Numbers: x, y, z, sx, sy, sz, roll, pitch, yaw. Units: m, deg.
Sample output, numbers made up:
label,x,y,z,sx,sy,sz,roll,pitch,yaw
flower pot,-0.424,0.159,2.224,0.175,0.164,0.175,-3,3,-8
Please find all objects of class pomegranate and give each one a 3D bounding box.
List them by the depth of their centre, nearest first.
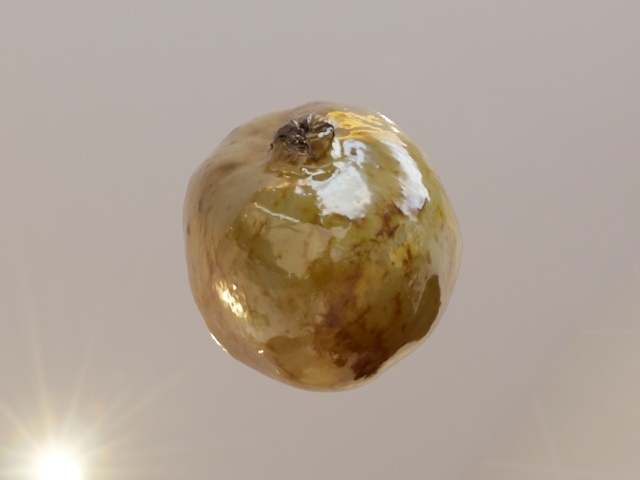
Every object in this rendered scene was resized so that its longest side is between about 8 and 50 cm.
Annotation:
label,x,y,z,sx,sy,sz,roll,pitch,yaw
pomegranate,0.000,0.000,0.961,0.248,0.248,0.248,-10,-67,-24
